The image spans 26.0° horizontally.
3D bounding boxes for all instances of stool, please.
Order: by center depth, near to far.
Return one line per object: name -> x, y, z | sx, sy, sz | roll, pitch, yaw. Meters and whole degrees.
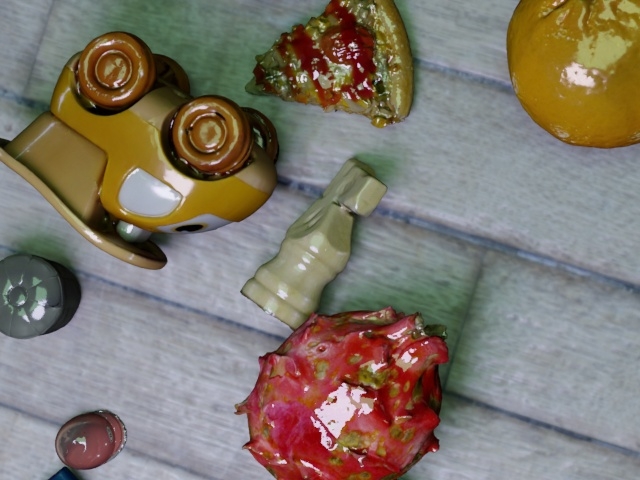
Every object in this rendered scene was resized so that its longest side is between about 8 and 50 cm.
stool -> -0.326, 0.064, 1.582 | 0.096, 0.110, 0.096 | 0, 88, 9

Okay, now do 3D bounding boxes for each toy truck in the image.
toy truck -> -0.194, -0.100, 1.527 | 0.288, 0.204, 0.211 | 35, 95, 8

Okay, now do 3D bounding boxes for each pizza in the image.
pizza -> 0.004, -0.204, 1.578 | 0.199, 0.062, 0.188 | -18, 82, 8

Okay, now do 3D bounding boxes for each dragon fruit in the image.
dragon fruit -> 0.037, 0.164, 1.474 | 0.205, 0.210, 0.268 | 43, 118, 1

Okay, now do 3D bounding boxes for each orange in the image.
orange -> 0.305, -0.206, 1.476 | 0.219, 0.193, 0.219 | -1, 87, 25

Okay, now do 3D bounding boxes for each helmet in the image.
helmet -> -0.269, 0.231, 1.595 | 0.084, 0.049, 0.065 | -25, 82, 6

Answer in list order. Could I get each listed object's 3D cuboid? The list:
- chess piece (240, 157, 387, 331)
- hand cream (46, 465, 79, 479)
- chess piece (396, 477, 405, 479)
chess piece -> 0.000, 0.000, 1.553 | 0.090, 0.090, 0.200 | 34, 89, 8
hand cream -> -0.239, 0.387, 1.585 | 0.120, 0.061, 0.270 | -40, 91, 0
chess piece -> 0.059, 0.336, 1.544 | 0.059, 0.059, 0.149 | 36, 98, 8
